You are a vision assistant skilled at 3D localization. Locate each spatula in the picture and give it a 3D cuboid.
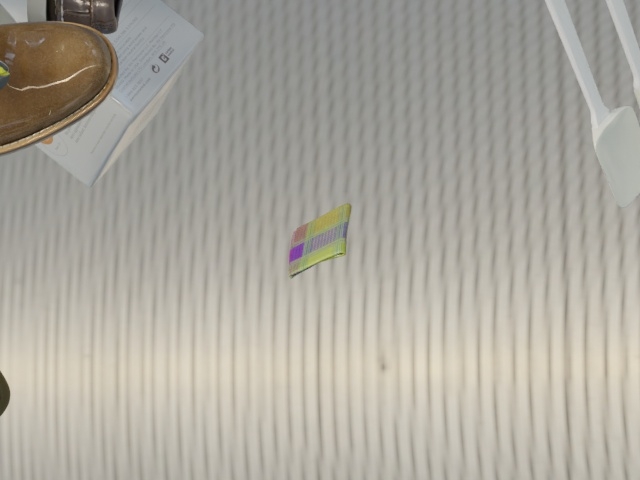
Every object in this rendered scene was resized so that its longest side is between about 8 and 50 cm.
[{"bbox_3d":[0.252,-0.164,1.330,0.019,0.242,0.168,17,54,46],"label":"spatula"}]

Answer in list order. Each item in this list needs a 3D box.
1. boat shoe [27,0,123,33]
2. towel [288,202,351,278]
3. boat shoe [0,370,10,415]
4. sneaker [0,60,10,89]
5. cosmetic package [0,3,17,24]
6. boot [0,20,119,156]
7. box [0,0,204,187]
[{"bbox_3d":[-0.233,-0.338,1.789,0.097,0.324,0.116,10,135,5],"label":"boat shoe"},{"bbox_3d":[0.000,0.000,1.410,0.060,0.083,0.009,-26,116,18],"label":"towel"},{"bbox_3d":[-0.405,0.103,1.603,0.080,0.223,0.073,-55,27,-3],"label":"boat shoe"},{"bbox_3d":[-0.269,-0.134,1.192,0.035,0.083,0.031,24,83,49],"label":"sneaker"},{"bbox_3d":[-0.437,-0.140,1.617,0.296,0.153,0.129,-41,36,-10],"label":"cosmetic package"},{"bbox_3d":[-0.314,-0.131,1.315,0.305,0.115,0.112,-9,74,-10],"label":"boot"},{"bbox_3d":[-0.357,-0.269,2.083,0.345,0.168,0.215,39,147,-4],"label":"box"}]
